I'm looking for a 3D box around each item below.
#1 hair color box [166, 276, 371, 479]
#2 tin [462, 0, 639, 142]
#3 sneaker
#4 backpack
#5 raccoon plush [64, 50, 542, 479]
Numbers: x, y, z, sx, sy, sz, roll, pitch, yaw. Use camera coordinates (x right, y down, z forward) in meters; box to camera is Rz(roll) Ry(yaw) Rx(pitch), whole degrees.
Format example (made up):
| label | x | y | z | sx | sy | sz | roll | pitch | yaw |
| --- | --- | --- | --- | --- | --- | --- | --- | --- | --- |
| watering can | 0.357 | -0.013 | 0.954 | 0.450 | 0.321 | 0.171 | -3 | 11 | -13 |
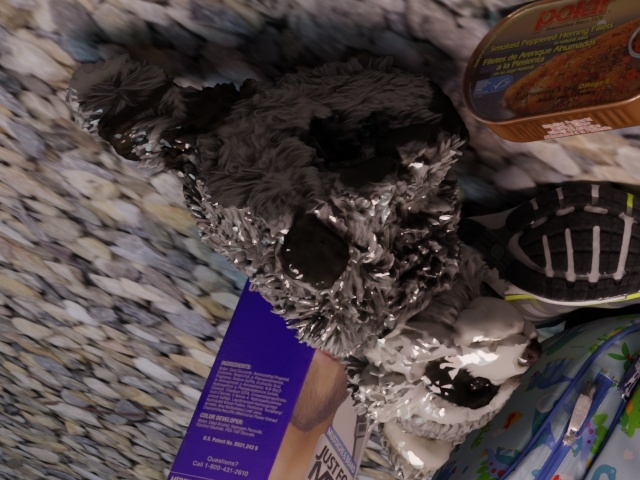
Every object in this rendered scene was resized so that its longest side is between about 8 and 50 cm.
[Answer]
| label | x | y | z | sx | sy | sz | roll | pitch | yaw |
| --- | --- | --- | --- | --- | --- | --- | --- | --- | --- |
| hair color box | -0.024 | 0.154 | 1.449 | 0.110 | 0.339 | 0.185 | 6 | 150 | 25 |
| tin | 0.184 | -0.124 | 1.032 | 0.190 | 0.106 | 0.040 | -5 | 151 | 44 |
| sneaker | 0.205 | 0.024 | 1.327 | 0.300 | 0.111 | 0.121 | -4 | 159 | 46 |
| backpack | 0.232 | 0.215 | 1.329 | 0.273 | 0.355 | 0.290 | 27 | 161 | -14 |
| raccoon plush | 0.000 | 0.000 | 1.275 | 0.446 | 0.216 | 0.299 | 34 | 152 | 46 |
